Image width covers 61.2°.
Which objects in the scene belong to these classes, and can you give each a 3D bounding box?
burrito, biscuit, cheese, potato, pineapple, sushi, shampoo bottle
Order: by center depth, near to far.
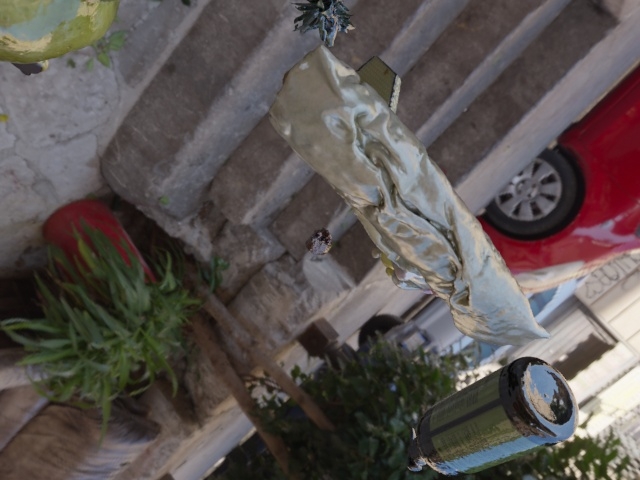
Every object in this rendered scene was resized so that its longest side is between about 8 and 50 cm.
[{"bbox_3d":[0.092,-0.016,0.531,0.117,0.392,0.076,-11,-138,48],"label":"burrito"},{"bbox_3d":[0.198,0.250,0.713,0.101,0.101,0.284,-29,165,-41],"label":"shampoo bottle"},{"bbox_3d":[0.047,-0.362,0.735,0.103,0.083,0.221,-32,175,-44],"label":"pineapple"},{"bbox_3d":[-0.440,-0.327,0.736,0.213,0.280,0.330,-53,-167,25],"label":"potato"},{"bbox_3d":[0.000,0.000,1.080,0.047,0.050,0.099,-59,-174,15],"label":"sushi"},{"bbox_3d":[0.069,-0.261,1.145,0.252,0.150,0.052,-43,146,10],"label":"biscuit"},{"bbox_3d":[-0.712,-0.430,1.315,0.162,0.086,0.036,-1,-111,59],"label":"cheese"}]

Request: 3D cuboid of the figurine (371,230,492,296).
[{"bbox_3d":[0.153,0.019,0.812,0.235,0.155,0.127,8,109,-44],"label":"figurine"}]
